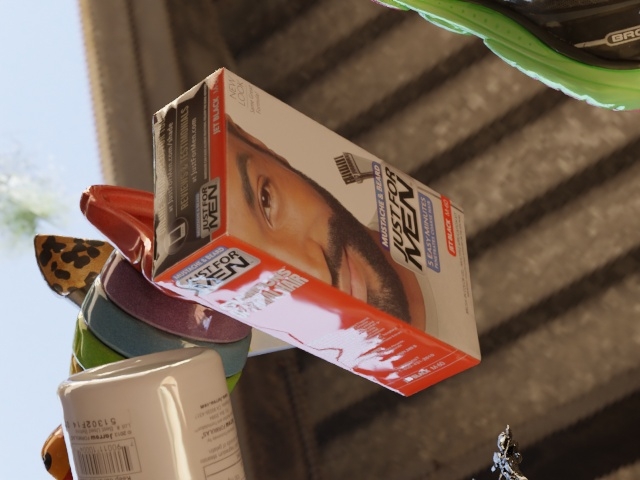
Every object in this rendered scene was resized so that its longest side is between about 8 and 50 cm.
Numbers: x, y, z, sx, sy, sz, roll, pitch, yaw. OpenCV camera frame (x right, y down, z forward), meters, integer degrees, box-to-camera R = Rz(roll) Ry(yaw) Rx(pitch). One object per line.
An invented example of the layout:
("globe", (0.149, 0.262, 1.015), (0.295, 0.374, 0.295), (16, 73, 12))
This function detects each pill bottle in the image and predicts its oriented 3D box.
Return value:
("pill bottle", (-0.119, 0.207, 1.253), (0.131, 0.131, 0.229), (-9, -86, 38))

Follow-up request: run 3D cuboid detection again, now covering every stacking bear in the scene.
("stacking bear", (-0.158, 0.121, 1.431), (0.175, 0.164, 0.289), (39, -66, 42))

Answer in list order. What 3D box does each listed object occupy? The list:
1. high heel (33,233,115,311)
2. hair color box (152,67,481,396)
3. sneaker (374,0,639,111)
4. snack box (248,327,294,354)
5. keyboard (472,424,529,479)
("high heel", (-0.181, -0.011, 1.786), (0.261, 0.186, 0.093), (-50, -178, -28))
("hair color box", (0.000, 0.000, 0.757), (0.053, 0.167, 0.093), (-31, -132, 35))
("sneaker", (0.159, -0.303, 1.589), (0.483, 0.185, 0.202), (27, -70, 13))
("snack box", (-0.101, 0.042, 2.047), (0.070, 0.174, 0.207), (-22, -103, 52))
("keyboard", (0.168, 0.298, 1.588), (0.317, 0.033, 0.201), (-90, -163, -82))
